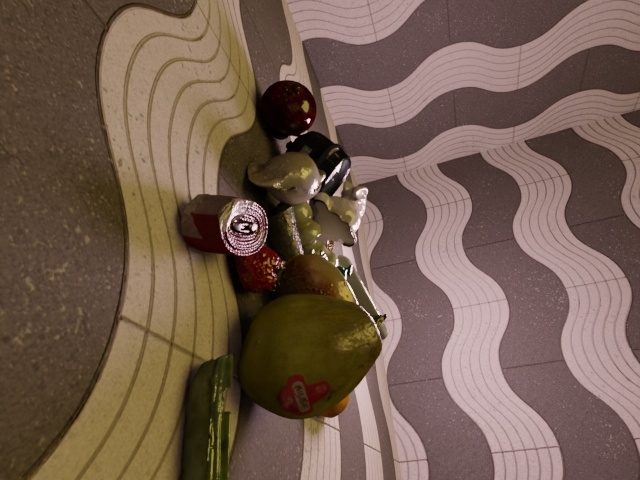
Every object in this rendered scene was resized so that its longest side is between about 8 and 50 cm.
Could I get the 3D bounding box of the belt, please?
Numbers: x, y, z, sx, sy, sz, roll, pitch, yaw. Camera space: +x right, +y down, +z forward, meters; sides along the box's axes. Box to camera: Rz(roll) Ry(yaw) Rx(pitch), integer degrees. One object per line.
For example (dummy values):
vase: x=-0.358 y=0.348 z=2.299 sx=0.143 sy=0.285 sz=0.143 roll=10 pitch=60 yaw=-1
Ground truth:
belt: x=-0.214 y=-0.033 z=0.886 sx=0.201 sy=0.124 sz=0.128 roll=9 pitch=88 yaw=-71

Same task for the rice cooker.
rice cooker: x=-0.024 y=-0.292 z=1.580 sx=0.224 sy=0.267 sz=0.267 roll=38 pitch=8 yaw=12

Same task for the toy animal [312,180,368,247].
toy animal: x=0.090 y=-0.121 z=1.592 sx=0.357 sy=0.194 sz=0.258 roll=-55 pitch=146 yaw=-52

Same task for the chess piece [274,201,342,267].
chess piece: x=-0.054 y=0.005 z=1.416 sx=0.182 sy=0.182 sz=0.330 roll=-64 pitch=133 yaw=-70

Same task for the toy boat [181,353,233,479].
toy boat: x=-0.190 y=0.341 z=0.682 sx=0.055 sy=0.093 sz=0.293 roll=31 pitch=44 yaw=-47

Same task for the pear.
pear: x=-0.009 y=0.259 z=0.960 sx=0.287 sy=0.375 sz=0.287 roll=156 pitch=-90 yaw=-87

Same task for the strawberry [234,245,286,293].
strawberry: x=-0.166 y=0.070 z=1.016 sx=0.148 sy=0.131 sz=0.131 roll=26 pitch=32 yaw=-12

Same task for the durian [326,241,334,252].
durian: x=0.000 y=0.000 z=1.692 sx=0.158 sy=0.137 sz=0.168 roll=-84 pitch=166 yaw=-46

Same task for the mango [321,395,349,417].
mango: x=0.034 y=0.529 z=1.375 sx=0.227 sy=0.109 sz=0.147 roll=54 pitch=50 yaw=-59

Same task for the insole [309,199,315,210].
insole: x=-0.035 y=-0.159 z=1.978 sx=0.348 sy=0.009 sz=0.119 roll=-82 pitch=154 yaw=-57

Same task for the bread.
bread: x=-0.021 y=0.190 z=1.191 sx=0.159 sy=0.305 sz=0.305 roll=-30 pitch=110 yaw=-39

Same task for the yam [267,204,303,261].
yam: x=-0.116 y=-0.013 z=1.297 sx=0.107 sy=0.107 sz=0.183 roll=-53 pitch=130 yaw=-73

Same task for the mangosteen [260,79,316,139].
mangosteen: x=-0.126 y=-0.490 z=1.559 sx=0.257 sy=0.215 sz=0.215 roll=110 pitch=-23 yaw=-60

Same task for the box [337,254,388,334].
box: x=0.146 y=0.285 z=1.759 sx=0.352 sy=0.177 sz=0.344 roll=62 pitch=4 yaw=26

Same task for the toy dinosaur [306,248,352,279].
toy dinosaur: x=0.023 y=0.157 z=1.319 sx=0.094 sy=0.153 sz=0.259 roll=-33 pitch=124 yaw=-61

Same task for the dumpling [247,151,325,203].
dumpling: x=-0.119 y=-0.220 z=1.299 sx=0.175 sy=0.227 sz=0.243 roll=-58 pitch=151 yaw=-1
